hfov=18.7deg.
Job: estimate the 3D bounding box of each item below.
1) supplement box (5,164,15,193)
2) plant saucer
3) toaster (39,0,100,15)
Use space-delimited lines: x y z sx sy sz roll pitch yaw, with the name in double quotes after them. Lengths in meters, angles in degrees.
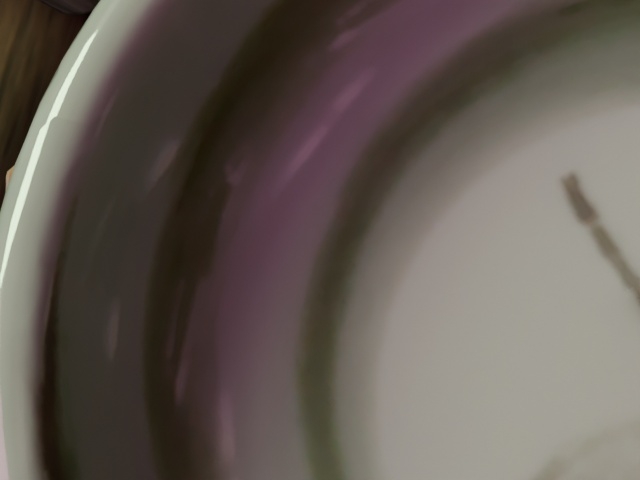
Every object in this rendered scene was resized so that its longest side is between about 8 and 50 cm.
0.000 0.000 0.699 0.233 0.080 0.078 -8 73 29 "supplement box"
0.109 0.042 0.542 0.400 0.100 0.400 -1 72 3 "plant saucer"
-0.155 -0.209 0.858 0.129 0.146 0.227 -49 53 17 "toaster"
